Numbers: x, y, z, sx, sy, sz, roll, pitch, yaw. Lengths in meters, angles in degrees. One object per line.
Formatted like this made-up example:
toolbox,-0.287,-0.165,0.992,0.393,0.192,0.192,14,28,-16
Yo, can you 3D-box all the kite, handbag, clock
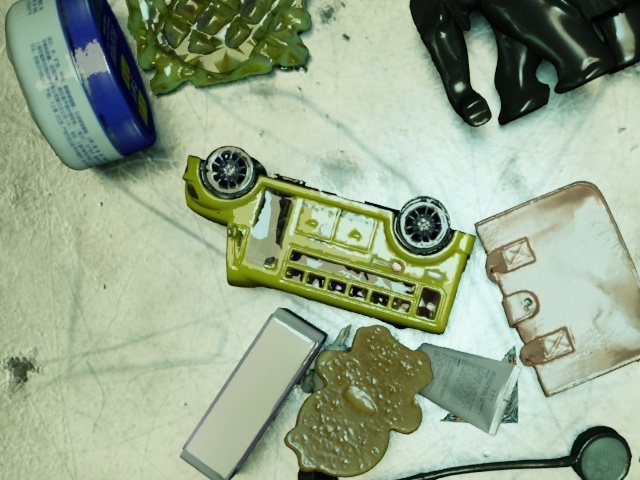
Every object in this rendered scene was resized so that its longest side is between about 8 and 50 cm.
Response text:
kite,0.192,0.174,1.939,0.090,0.004,0.122,39,90,7
handbag,0.275,0.054,1.913,0.157,0.059,0.212,-22,85,3
clock,-0.072,0.170,1.891,0.063,0.150,0.197,34,90,4

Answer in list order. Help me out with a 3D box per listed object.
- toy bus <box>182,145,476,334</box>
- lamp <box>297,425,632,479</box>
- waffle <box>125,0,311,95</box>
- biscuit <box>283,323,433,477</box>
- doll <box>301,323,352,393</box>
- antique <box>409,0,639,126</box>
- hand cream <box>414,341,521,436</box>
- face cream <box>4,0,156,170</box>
toy bus,0.000,0.000,1.899,0.331,0.145,0.151,15,89,5
lamp,0.152,0.250,1.913,0.371,0.108,0.130,-18,104,-7
waffle,-0.120,-0.285,1.976,0.223,0.054,0.204,-11,85,5
biscuit,0.046,0.180,1.865,0.133,0.027,0.184,24,71,-4
doll,0.014,0.157,1.927,0.084,0.073,0.127,1,89,35
antique,0.254,-0.289,1.885,0.322,0.185,0.255,-27,91,2
hand cream,0.146,0.156,1.925,0.142,0.053,0.084,22,88,-1
face cream,-0.270,-0.183,1.906,0.111,0.206,0.206,-21,84,6
